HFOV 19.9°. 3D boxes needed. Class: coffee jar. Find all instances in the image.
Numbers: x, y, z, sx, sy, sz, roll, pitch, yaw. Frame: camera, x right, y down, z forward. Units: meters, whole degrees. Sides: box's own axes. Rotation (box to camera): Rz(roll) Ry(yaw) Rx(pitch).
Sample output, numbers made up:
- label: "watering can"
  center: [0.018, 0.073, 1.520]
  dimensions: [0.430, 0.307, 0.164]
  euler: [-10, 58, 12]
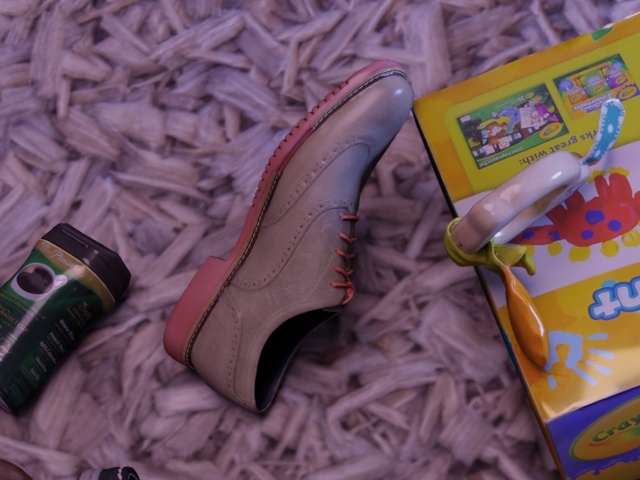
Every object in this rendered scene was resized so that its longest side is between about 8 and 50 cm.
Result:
- label: "coffee jar"
  center: [-0.272, 0.071, 1.766]
  dimensions: [0.096, 0.079, 0.184]
  euler: [29, 69, 33]

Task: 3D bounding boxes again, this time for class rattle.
- label: "rattle"
  center: [0.211, -0.014, 1.502]
  dimensions: [0.200, 0.130, 0.143]
  euler: [-27, 59, -33]

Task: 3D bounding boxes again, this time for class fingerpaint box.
- label: "fingerpaint box"
  center: [0.353, -0.028, 1.611]
  dimensions: [0.445, 0.163, 0.371]
  euler: [-22, 53, 2]

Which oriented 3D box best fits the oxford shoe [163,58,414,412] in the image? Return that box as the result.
- label: "oxford shoe"
  center: [0.000, 0.000, 1.672]
  dimensions: [0.130, 0.123, 0.348]
  euler: [40, 106, 26]

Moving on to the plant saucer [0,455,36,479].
- label: "plant saucer"
  center: [-0.324, 0.276, 1.671]
  dimensions: [0.168, 0.029, 0.168]
  euler: [-8, 54, 11]

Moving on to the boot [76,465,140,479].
- label: "boot"
  center: [-0.039, 0.323, 1.491]
  dimensions: [0.284, 0.138, 0.377]
  euler: [-20, 57, 2]
